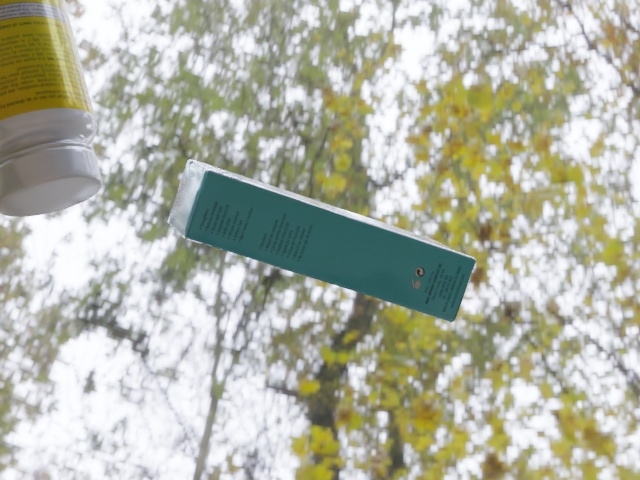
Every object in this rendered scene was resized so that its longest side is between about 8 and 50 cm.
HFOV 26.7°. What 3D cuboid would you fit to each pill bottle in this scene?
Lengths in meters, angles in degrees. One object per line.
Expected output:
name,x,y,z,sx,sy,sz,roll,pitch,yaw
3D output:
pill bottle,-0.273,-0.135,1.240,0.119,0.119,0.208,-22,-104,20

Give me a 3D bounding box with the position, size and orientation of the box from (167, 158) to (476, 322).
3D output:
box,0.000,0.000,1.141,0.244,0.100,0.060,18,-86,-16
